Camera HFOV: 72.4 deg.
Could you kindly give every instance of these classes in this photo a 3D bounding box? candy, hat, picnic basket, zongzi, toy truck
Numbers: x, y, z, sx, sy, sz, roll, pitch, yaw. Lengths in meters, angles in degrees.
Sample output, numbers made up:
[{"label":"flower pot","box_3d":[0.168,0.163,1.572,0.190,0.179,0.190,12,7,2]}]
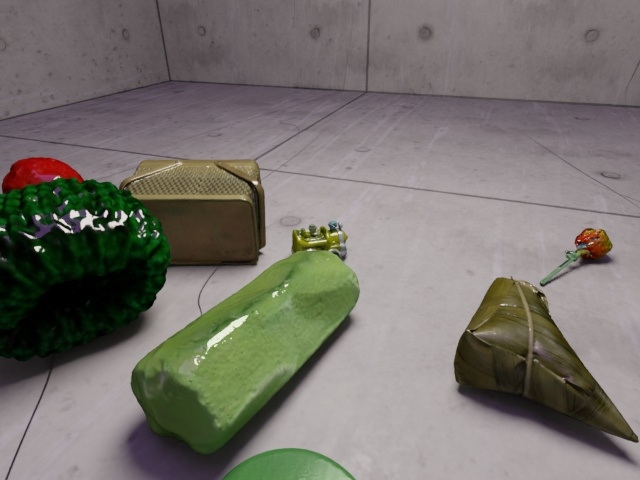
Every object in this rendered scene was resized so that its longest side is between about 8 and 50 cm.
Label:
[{"label":"candy","box_3d":[0.467,0.035,0.808,0.201,0.060,0.060,-26,37,-26]},{"label":"hat","box_3d":[-0.406,-0.002,0.671,0.274,0.242,0.332,-12,41,-36]},{"label":"picnic basket","box_3d":[-0.235,-0.055,0.843,0.267,0.165,0.139,-1,39,0]},{"label":"zongzi","box_3d":[0.304,0.136,0.573,0.205,0.094,0.205,20,35,27]},{"label":"toy truck","box_3d":[0.000,0.000,0.843,0.111,0.076,0.076,-8,30,-14]},{"label":"candy","box_3d":[-0.080,0.122,0.586,0.142,0.131,0.344,-34,1,41]}]

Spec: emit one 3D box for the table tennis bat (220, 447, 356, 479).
[{"label":"table tennis bat","box_3d":[0.004,0.276,0.385,0.257,0.039,0.160,12,30,33]}]
